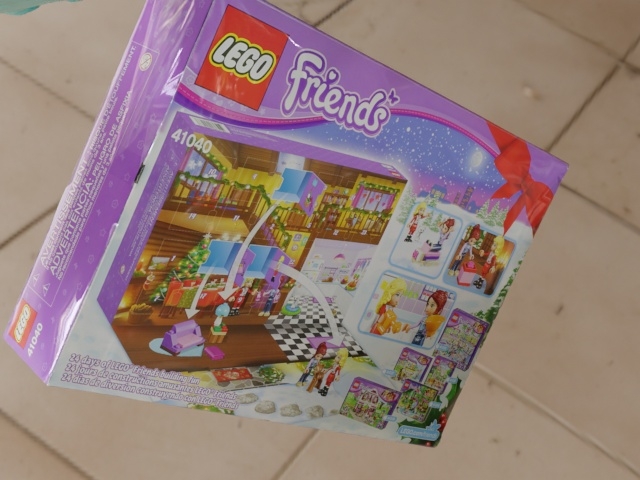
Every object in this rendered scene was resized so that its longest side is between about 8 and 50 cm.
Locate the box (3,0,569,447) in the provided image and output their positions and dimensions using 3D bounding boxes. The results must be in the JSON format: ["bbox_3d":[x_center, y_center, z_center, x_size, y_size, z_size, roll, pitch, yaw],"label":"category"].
[{"bbox_3d":[0.000,0.000,0.599,0.293,0.200,0.057,19,8,-44],"label":"box"}]

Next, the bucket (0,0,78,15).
[{"bbox_3d":[-0.069,-0.224,0.394,0.183,0.281,0.281,-11,52,-26],"label":"bucket"}]
